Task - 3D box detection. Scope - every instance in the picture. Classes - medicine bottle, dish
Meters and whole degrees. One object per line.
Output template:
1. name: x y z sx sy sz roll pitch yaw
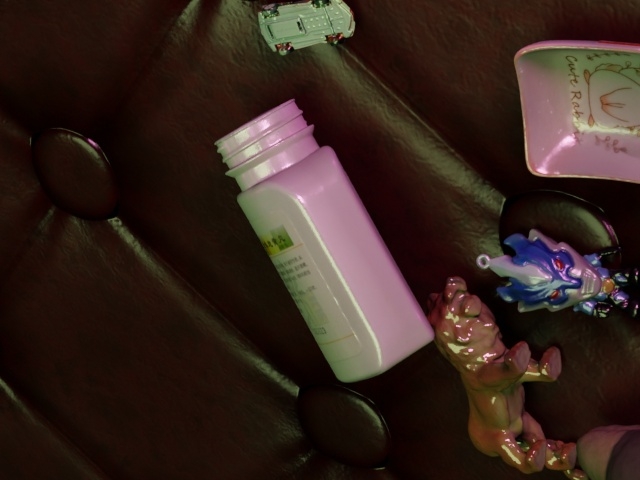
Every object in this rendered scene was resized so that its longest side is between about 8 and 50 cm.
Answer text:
1. medicine bottle: 0.000 0.000 1.799 0.324 0.124 0.179 59 162 -4
2. dish: 0.308 -0.134 1.537 0.212 0.077 0.151 9 126 31

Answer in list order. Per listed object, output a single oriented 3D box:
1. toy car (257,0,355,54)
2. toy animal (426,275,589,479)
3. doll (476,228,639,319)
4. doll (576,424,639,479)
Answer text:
1. toy car: -0.014 -0.244 1.713 0.122 0.035 0.059 -7 118 30
2. toy animal: 0.212 0.177 1.853 0.157 0.097 0.312 16 134 42
3. doll: 0.266 0.040 1.715 0.195 0.070 0.096 11 98 26
4. doll: 0.373 0.381 1.788 0.382 0.252 0.379 25 104 60
